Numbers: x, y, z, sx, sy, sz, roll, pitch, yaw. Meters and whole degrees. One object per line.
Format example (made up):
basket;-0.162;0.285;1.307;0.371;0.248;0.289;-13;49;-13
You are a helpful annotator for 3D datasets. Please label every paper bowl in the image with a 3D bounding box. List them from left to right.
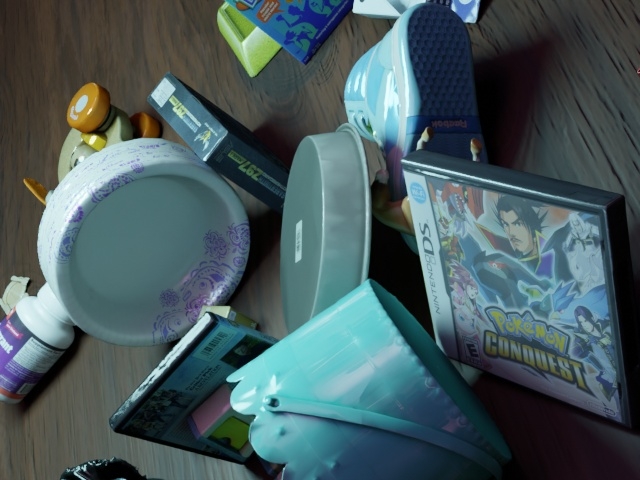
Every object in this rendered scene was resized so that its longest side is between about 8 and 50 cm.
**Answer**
paper bowl;-0.254;-0.005;1.716;0.284;0.284;0.148;-52;38;5

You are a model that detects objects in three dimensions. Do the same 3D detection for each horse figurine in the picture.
horse figurine;0.172;-0.020;1.371;0.066;0.263;0.174;-51;-8;-45

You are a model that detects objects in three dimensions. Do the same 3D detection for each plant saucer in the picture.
plant saucer;-0.092;-0.386;2.003;0.188;0.045;0.188;-46;40;12

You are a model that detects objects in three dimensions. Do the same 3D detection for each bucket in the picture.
bucket;0.057;0.188;1.281;0.183;0.281;0.281;-39;41;7

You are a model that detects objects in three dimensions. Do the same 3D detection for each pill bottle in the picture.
pill bottle;-0.463;0.158;1.958;0.193;0.108;0.108;-48;40;10

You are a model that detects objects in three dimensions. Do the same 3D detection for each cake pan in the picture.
cake pan;0.000;0.000;1.505;0.293;0.054;0.293;-177;90;-78

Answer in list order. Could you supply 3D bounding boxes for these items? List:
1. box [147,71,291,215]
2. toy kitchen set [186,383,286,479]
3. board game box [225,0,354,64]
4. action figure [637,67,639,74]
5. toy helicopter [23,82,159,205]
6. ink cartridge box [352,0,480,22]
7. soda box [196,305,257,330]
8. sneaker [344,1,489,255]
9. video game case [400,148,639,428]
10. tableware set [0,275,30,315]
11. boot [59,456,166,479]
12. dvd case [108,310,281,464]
box;-0.132;-0.137;1.762;0.059;0.183;0.232;-51;40;7
toy kitchen set;-0.061;0.292;1.405;0.122;0.166;0.207;-49;39;7
board game box;-0.050;-0.385;1.829;0.160;0.210;0.047;-51;39;8
action figure;0.383;-0.196;1.399;0.038;0.030;0.115;-24;47;40
toy helicopter;-0.384;-0.068;2.017;0.235;0.140;0.355;-35;46;27
ink cartridge box;0.144;-0.421;1.721;0.224;0.045;0.223;15;99;50
soda box;-0.152;0.182;1.661;0.061;0.058;0.181;-1;63;45
sneaker;0.113;-0.123;1.573;0.208;0.127;0.319;157;117;-65
video game case;0.205;0.044;1.262;0.035;0.248;0.275;-29;29;-31
tableware set;-0.547;0.141;2.126;0.168;0.020;0.141;-56;39;-1
boot;-0.250;0.329;1.543;0.246;0.207;0.094;4;68;48
dvd case;-0.112;0.184;1.468;0.180;0.253;0.022;-47;54;11
